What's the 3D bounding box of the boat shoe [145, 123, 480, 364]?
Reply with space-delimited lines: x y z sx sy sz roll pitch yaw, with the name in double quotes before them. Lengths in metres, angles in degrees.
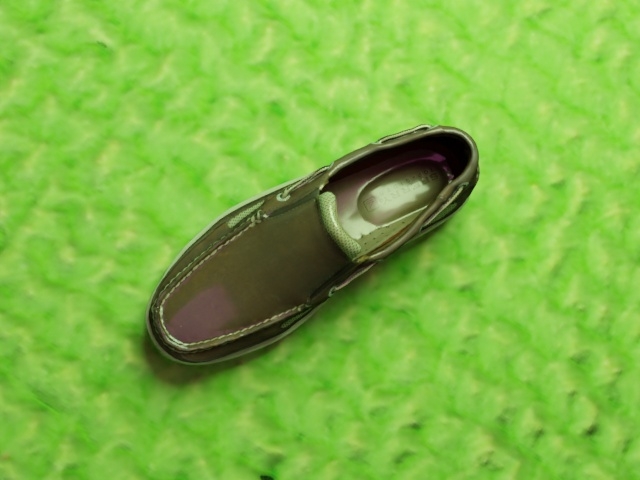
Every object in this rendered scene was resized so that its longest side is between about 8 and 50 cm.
"boat shoe" -0.004 -0.007 0.666 0.257 0.095 0.095 -34 87 -13
